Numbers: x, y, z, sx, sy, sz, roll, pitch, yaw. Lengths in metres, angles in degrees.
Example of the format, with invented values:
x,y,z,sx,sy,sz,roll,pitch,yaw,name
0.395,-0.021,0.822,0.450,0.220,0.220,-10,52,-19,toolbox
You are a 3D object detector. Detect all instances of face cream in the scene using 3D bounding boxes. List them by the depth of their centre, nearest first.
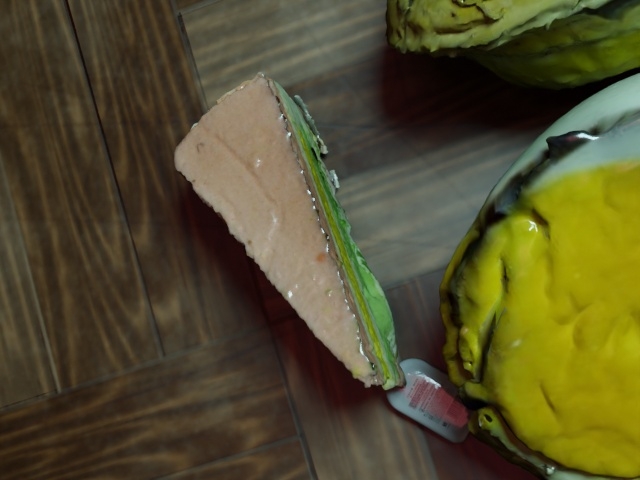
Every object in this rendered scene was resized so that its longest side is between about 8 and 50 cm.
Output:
x,y,z,sx,sy,sz,roll,pitch,yaw,name
0.070,0.104,0.755,0.083,0.021,0.040,29,89,13,face cream

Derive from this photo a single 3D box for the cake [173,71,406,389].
x,y,z,sx,sy,sz,roll,pitch,yaw,name
-0.019,0.009,0.730,0.090,0.109,0.225,-25,72,8,cake

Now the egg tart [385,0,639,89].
x,y,z,sx,sy,sz,roll,pitch,yaw,name
0.179,-0.172,0.675,0.290,0.290,0.115,-26,110,7,egg tart

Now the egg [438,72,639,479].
x,y,z,sx,sy,sz,roll,pitch,yaw,name
0.217,0.023,0.669,0.264,0.174,0.286,26,115,0,egg
